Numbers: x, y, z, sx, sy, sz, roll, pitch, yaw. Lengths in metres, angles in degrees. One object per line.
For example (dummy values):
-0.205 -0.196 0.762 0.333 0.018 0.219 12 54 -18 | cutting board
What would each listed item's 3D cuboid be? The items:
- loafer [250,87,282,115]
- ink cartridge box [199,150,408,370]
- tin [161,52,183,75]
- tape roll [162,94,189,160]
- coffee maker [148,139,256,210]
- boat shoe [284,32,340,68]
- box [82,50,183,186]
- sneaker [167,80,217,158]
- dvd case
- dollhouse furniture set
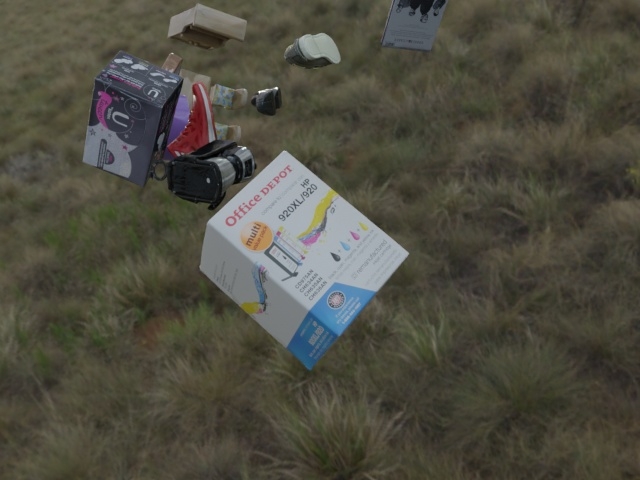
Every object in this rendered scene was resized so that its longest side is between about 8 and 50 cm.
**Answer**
-0.136 -0.329 1.614 0.061 0.062 0.170 -3 15 8 | loafer
-0.032 0.030 0.973 0.171 0.232 0.168 -46 -8 -28 | ink cartridge box
-0.396 -0.387 1.693 0.106 0.040 0.190 126 167 -62 | tin
-0.429 -0.318 1.892 0.080 0.189 0.189 2 18 -27 | tape roll
-0.255 -0.165 1.508 0.171 0.120 0.178 31 26 7 | coffee maker
-0.023 -0.634 2.288 0.091 0.109 0.305 -22 2 27 | boat shoe
-0.437 -0.276 1.559 0.163 0.247 0.142 22 41 -6 | box
-0.326 -0.278 1.680 0.128 0.221 0.087 -11 3 -8 | sneaker
0.310 -0.735 2.202 0.179 0.239 0.030 2 43 -15 | dvd case
-0.400 -0.526 2.194 0.362 0.394 0.256 9 1 -33 | dollhouse furniture set
